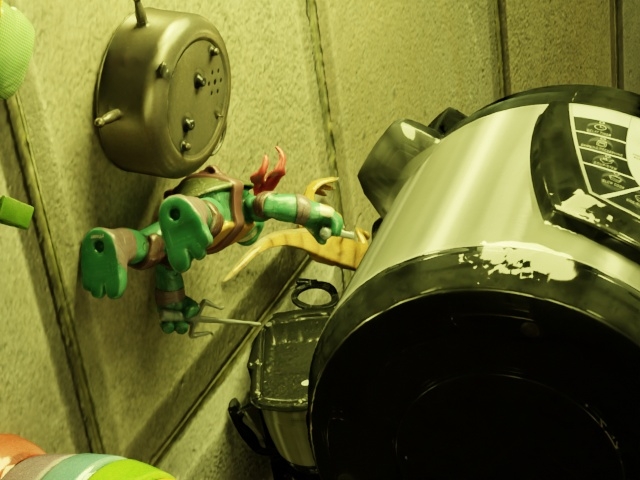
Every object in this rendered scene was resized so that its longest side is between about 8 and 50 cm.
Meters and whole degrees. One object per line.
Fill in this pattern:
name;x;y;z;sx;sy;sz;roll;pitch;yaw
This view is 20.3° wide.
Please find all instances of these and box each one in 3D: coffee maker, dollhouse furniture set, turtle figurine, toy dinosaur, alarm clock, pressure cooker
coffee maker;0.004;0.160;1.684;0.171;0.120;0.178;-57;148;-42
dollhouse furniture set;-0.210;-0.089;1.187;0.076;0.058;0.152;31;71;-65
turtle figurine;-0.085;0.000;1.438;0.175;0.118;0.234;-41;164;22
toy dinosaur;0.000;0.000;1.658;0.211;0.064;0.112;16;44;-36
alarm clock;-0.110;-0.109;1.403;0.192;0.064;0.129;38;65;-67
pressure cooker;0.204;0.068;1.546;0.420;0.375;0.370;-58;134;-53

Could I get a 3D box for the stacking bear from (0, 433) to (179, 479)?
stacking bear;-0.119;0.240;1.236;0.175;0.289;0.164;41;62;-62
